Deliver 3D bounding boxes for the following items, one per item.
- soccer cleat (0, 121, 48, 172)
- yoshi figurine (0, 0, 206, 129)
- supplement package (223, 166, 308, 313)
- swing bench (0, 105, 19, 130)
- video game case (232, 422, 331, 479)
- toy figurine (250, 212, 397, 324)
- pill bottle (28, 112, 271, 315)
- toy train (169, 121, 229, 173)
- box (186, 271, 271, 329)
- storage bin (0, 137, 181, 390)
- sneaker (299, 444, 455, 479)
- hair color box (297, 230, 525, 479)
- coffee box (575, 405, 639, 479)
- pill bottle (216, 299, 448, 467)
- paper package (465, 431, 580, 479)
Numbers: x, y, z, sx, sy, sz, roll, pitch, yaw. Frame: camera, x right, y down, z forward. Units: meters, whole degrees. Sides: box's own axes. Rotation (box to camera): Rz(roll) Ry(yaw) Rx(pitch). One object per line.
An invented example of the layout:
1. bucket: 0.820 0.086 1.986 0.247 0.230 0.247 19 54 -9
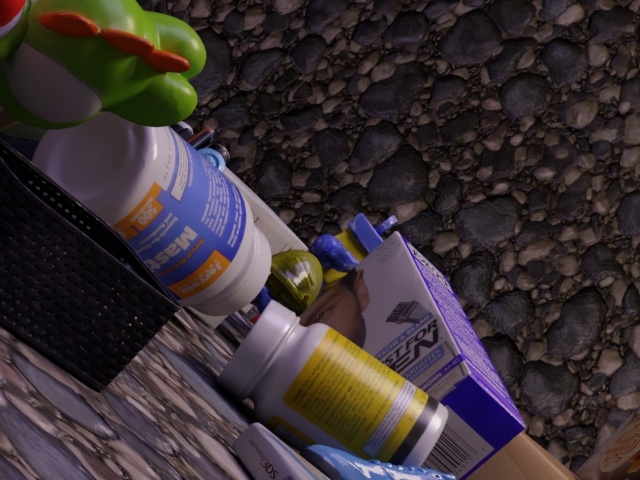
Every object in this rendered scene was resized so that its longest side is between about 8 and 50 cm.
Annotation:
1. soccer cleat: -0.337 -0.170 1.875 0.289 0.121 0.093 43 2 -1
2. yoshi figurine: -0.264 -0.159 1.280 0.362 0.204 0.203 19 27 -33
3. supplement package: -0.158 -0.032 2.510 0.244 0.139 0.134 44 2 -41
4. swing bench: -0.359 -0.200 1.492 0.255 0.165 0.253 49 -1 -21
5. video game case: 0.093 0.309 1.450 0.329 0.036 0.300 42 2 -37
6. toy figurine: 0.000 0.000 2.289 0.191 0.217 0.362 61 -11 7
7. pill bottle: -0.162 -0.023 1.815 0.152 0.152 0.272 44 2 39
8. toy train: -0.190 -0.069 2.034 0.105 0.184 0.080 44 -30 10
9. box: -0.136 0.027 2.085 0.087 0.101 0.102 44 2 -45
10. storage bin: -0.196 0.010 1.227 0.180 0.084 0.122 41 3 -43
11. sneaker: 0.070 0.234 1.655 0.209 0.082 0.069 36 -17 -21
12. hair color box: 0.085 0.148 1.964 0.110 0.185 0.339 44 10 -25
13. coffee box: 0.410 0.290 2.126 0.098 0.141 0.246 43 3 -7
14. pill bottle: 0.010 0.156 1.739 0.208 0.119 0.119 35 1 0
15. paper package: 0.320 0.412 2.165 0.309 0.168 0.325 40 4 -45
